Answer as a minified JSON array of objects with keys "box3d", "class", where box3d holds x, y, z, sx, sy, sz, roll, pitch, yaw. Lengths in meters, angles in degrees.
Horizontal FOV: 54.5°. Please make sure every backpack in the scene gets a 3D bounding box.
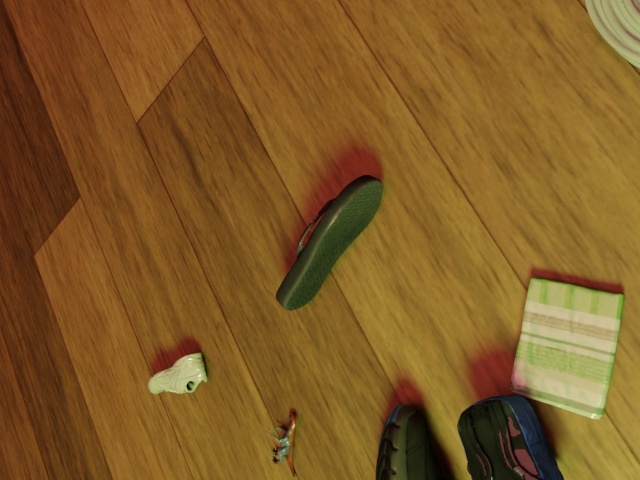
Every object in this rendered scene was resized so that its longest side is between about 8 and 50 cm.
[{"box3d":[0.227,0.251,0.759,0.098,0.101,0.120,-34,67,31],"class":"backpack"}]

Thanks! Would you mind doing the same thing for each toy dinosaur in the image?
[{"box3d":[-0.052,0.328,1.025,0.090,0.047,0.082,38,107,-5],"class":"toy dinosaur"}]

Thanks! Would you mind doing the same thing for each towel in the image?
[{"box3d":[0.299,0.127,0.756,0.113,0.023,0.152,12,96,34],"class":"towel"}]

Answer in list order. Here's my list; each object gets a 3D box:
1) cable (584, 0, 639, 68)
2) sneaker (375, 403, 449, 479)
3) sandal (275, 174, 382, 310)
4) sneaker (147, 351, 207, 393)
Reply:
[{"box3d":[0.407,-0.284,0.622,0.257,0.089,0.257,33,111,33],"class":"cable"},{"box3d":[0.154,0.390,0.824,0.140,0.125,0.340,-4,71,-5],"class":"sneaker"},{"box3d":[-0.001,0.000,0.931,0.054,0.097,0.254,49,118,26],"class":"sandal"},{"box3d":[-0.271,0.265,1.169,0.152,0.054,0.061,-34,73,32],"class":"sneaker"}]
